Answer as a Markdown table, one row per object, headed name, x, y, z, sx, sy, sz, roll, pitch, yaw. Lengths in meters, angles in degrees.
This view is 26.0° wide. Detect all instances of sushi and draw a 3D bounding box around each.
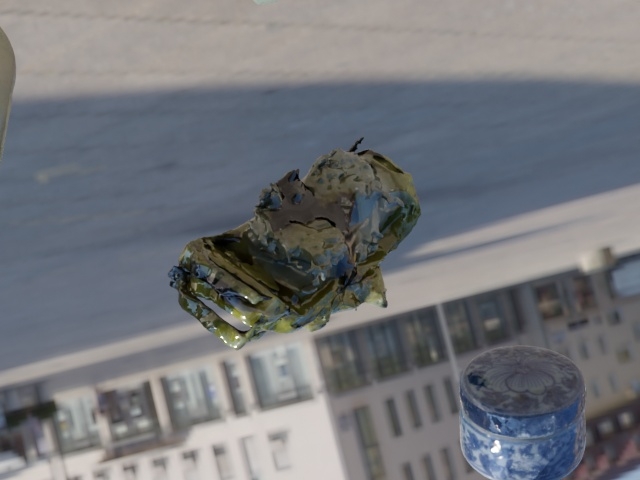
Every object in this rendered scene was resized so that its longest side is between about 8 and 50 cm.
| name | x | y | z | sx | sy | sz | roll | pitch | yaw |
| --- | --- | --- | --- | --- | --- | --- | --- | --- | --- |
| sushi | -0.002 | 0.005 | 1.265 | 0.291 | 0.139 | 0.131 | -30 | 153 | -51 |

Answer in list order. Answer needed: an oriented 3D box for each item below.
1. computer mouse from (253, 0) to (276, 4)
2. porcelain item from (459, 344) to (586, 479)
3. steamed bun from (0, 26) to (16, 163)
| name | x | y | z | sx | sy | sz | roll | pitch | yaw |
| --- | --- | --- | --- | --- | --- | --- | --- | --- | --- |
| computer mouse | -0.022 | -0.525 | 1.850 | 0.228 | 0.429 | 0.145 | 21 | -166 | 37 |
| porcelain item | 0.235 | 0.198 | 1.609 | 0.147 | 0.114 | 0.147 | -2 | -152 | 1 |
| steamed bun | -0.386 | -0.120 | 1.275 | 0.170 | 0.200 | 0.225 | 6 | 179 | -24 |
